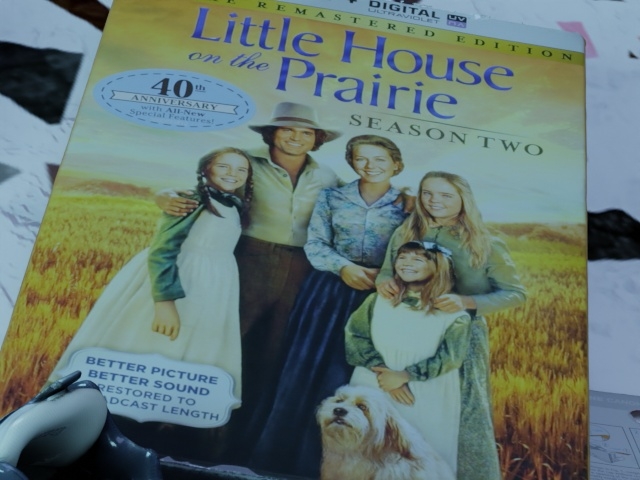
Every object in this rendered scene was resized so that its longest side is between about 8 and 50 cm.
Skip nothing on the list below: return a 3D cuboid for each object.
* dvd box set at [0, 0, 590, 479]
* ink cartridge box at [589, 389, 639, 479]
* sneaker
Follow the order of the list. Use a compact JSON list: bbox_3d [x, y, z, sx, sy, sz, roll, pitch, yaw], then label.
[{"bbox_3d":[0.000,0.000,1.085,0.307,0.062,0.420,10,41,0],"label":"dvd box set"},{"bbox_3d":[0.215,0.163,1.031,0.181,0.056,0.225,8,23,-11],"label":"ink cartridge box"},{"bbox_3d":[-0.158,0.103,0.857,0.235,0.153,0.094,30,31,16],"label":"sneaker"}]
